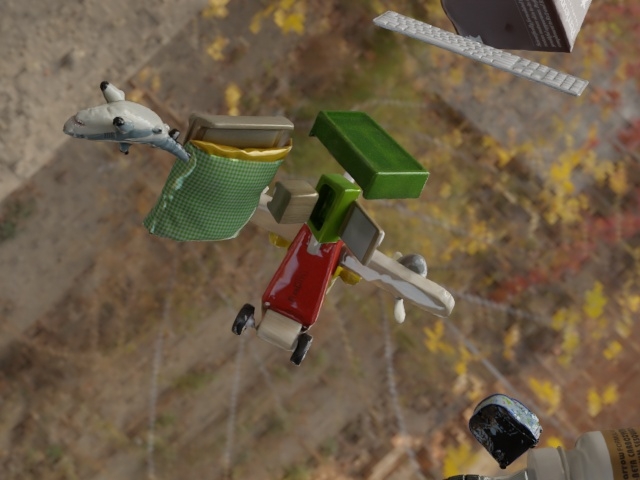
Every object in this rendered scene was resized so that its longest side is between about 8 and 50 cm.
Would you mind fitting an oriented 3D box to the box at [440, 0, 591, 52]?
[{"bbox_3d":[0.271,-0.383,1.814,0.168,0.167,0.203,55,52,-48],"label":"box"}]

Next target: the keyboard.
[{"bbox_3d":[0.187,-0.220,1.584,0.072,0.256,0.014,-37,147,-68],"label":"keyboard"}]

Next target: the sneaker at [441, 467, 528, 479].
[{"bbox_3d":[0.300,0.407,2.107,0.297,0.111,0.129,1,159,-8],"label":"sneaker"}]

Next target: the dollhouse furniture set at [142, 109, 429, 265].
[{"bbox_3d":[-0.046,-0.050,1.754,0.302,0.151,0.197,-3,130,-39],"label":"dollhouse furniture set"}]

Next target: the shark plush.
[{"bbox_3d":[-0.219,-0.129,1.576,0.067,0.073,0.161,-46,149,23],"label":"shark plush"}]

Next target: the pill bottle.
[{"bbox_3d":[0.390,0.309,1.751,0.229,0.131,0.131,-6,162,0],"label":"pill bottle"}]

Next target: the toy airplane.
[{"bbox_3d":[0.000,0.000,2.328,0.384,0.386,0.272,-11,-149,32],"label":"toy airplane"}]

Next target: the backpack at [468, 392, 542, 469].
[{"bbox_3d":[0.329,0.333,2.441,0.105,0.114,0.084,-45,-177,30],"label":"backpack"}]
